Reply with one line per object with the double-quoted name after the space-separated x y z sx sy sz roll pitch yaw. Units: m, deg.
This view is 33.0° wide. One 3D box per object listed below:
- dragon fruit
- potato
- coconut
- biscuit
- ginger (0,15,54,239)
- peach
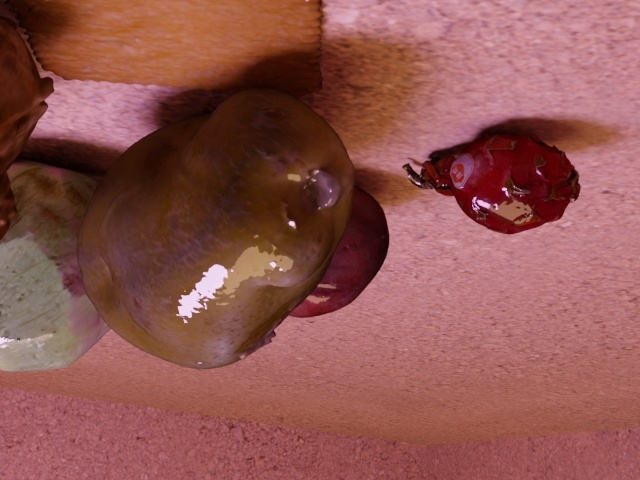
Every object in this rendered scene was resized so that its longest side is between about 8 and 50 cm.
0.142 -0.053 0.983 0.190 0.094 0.094 5 169 44 "dragon fruit"
-0.086 -0.011 0.935 0.202 0.218 0.351 34 153 -20 "potato"
-0.286 0.017 1.124 0.235 0.236 0.205 1 140 14 "coconut"
-0.115 -0.162 0.805 0.236 0.013 0.232 4 164 1 "biscuit"
-0.388 -0.084 0.826 0.357 0.153 0.274 9 143 -10 "ginger"
0.000 0.000 1.116 0.152 0.152 0.152 4 164 1 "peach"
